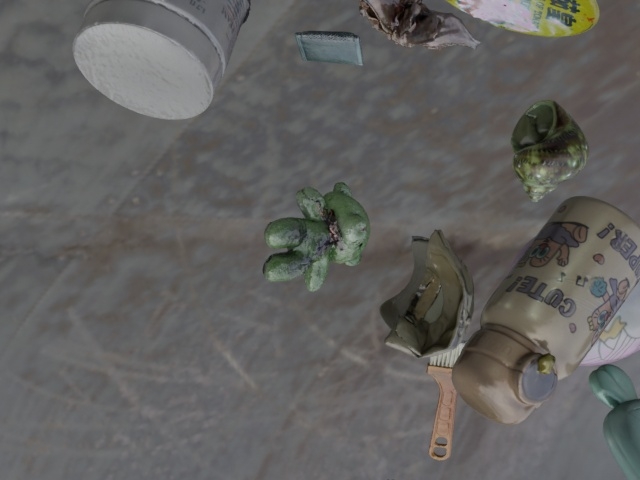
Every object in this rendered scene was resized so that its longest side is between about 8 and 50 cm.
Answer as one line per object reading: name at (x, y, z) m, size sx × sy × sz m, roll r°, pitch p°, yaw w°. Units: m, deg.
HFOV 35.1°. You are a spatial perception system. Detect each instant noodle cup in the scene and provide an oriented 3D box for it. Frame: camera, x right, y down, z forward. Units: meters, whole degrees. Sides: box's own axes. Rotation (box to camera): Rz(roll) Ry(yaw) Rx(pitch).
instant noodle cup at (0.376, -0.548, 1.808) m, size 0.325 × 0.326 × 0.254 m, roll 32°, pitch 76°, yaw -63°

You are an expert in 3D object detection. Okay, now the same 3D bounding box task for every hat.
hat at (0.137, 0.059, 1.220) m, size 0.175 × 0.085 × 0.147 m, roll -105°, pitch -141°, yaw -80°

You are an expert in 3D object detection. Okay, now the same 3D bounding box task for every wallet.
wallet at (0.019, -0.379, 1.970) m, size 0.129 × 0.026 × 0.088 m, roll 7°, pitch 155°, yaw 14°

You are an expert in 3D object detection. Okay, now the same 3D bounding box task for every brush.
brush at (0.232, 0.296, 1.845) m, size 0.090 × 0.017 × 0.314 m, roll 6°, pitch 127°, yaw 6°

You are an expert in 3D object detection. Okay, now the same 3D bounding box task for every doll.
doll at (0.000, 0.000, 1.063) m, size 0.078 × 0.115 × 0.150 m, roll 7°, pitch -158°, yaw 43°

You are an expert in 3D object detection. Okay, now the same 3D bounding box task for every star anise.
star anise at (0.098, -0.218, 1.010) m, size 0.124 × 0.129 × 0.056 m, roll -40°, pitch 154°, yaw -80°

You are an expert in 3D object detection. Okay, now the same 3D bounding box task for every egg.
egg at (0.360, 0.070, 1.329) m, size 0.196 × 0.196 × 0.271 m, roll -39°, pitch 146°, yaw 30°

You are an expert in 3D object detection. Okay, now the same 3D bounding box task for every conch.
conch at (0.461, -0.178, 2.069) m, size 0.181 × 0.187 × 0.124 m, roll -47°, pitch 121°, yaw -5°

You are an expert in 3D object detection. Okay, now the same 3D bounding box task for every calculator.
calculator at (0.353, 0.236, 0.955) m, size 0.042 × 0.295 × 0.184 m, roll -45°, pitch 151°, yaw 25°

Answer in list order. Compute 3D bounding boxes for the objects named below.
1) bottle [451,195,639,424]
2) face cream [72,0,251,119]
bottle at (0.201, 0.065, 0.880) m, size 0.209 × 0.097 × 0.110 m, roll -50°, pitch -161°, yaw -20°
face cream at (-0.189, -0.258, 1.218) m, size 0.177 × 0.153 × 0.177 m, roll 14°, pitch 152°, yaw 8°
